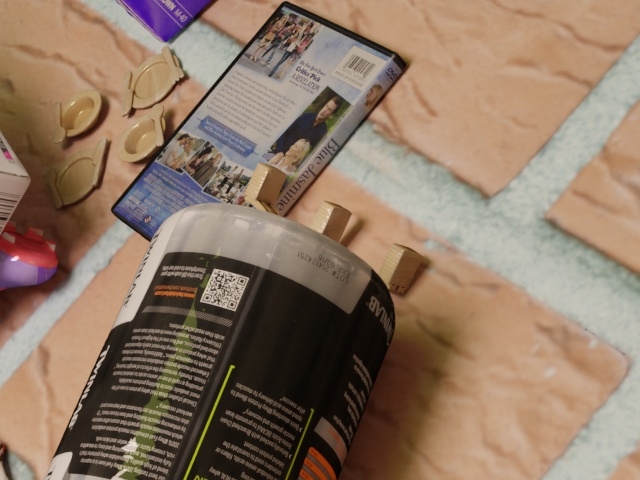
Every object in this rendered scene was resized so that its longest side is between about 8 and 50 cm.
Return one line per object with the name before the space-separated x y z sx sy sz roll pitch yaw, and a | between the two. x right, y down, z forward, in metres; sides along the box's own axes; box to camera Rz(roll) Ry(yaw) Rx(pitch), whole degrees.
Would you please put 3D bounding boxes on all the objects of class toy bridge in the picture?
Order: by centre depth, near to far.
toy bridge | 0.000 0.000 1.478 0.188 0.026 0.063 31 101 41

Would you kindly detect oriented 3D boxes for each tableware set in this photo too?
tableware set | -0.197 -0.108 1.751 0.168 0.020 0.141 -26 44 21

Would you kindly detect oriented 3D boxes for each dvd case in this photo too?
dvd case | -0.058 -0.088 1.616 0.253 0.022 0.180 -51 40 -5

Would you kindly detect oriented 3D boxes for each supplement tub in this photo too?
supplement tub | -0.082 0.149 1.311 0.193 0.193 0.316 0 57 40

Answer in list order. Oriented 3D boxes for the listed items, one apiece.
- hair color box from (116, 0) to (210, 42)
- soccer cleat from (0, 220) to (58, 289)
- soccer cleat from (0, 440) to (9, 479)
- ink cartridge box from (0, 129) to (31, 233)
hair color box | -0.088 -0.371 1.809 0.339 0.110 0.185 -43 39 5
soccer cleat | -0.329 0.018 1.726 0.248 0.083 0.095 18 93 44
soccer cleat | -0.278 0.194 1.559 0.029 0.035 0.083 -33 42 14
ink cartridge box | -0.418 -0.027 1.725 0.324 0.071 0.330 -57 43 22
